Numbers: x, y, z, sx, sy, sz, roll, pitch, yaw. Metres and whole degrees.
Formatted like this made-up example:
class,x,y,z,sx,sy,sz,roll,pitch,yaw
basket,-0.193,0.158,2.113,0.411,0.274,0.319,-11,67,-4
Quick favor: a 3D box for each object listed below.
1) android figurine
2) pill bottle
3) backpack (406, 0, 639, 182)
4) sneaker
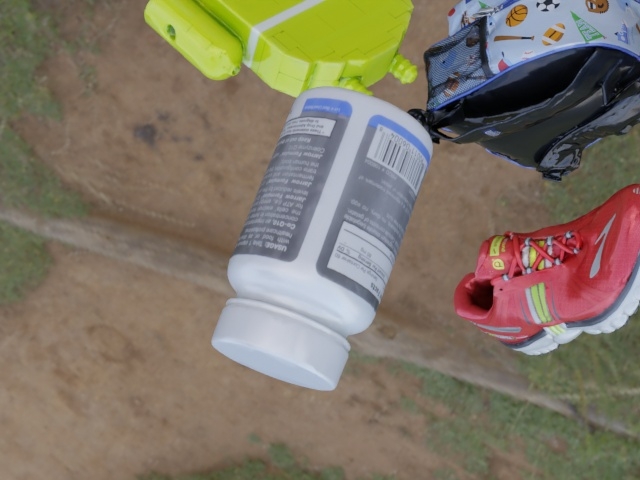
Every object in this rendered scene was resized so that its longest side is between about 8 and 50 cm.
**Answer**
class,x,y,z,sx,sy,sz,roll,pitch,yaw
android figurine,-0.031,-0.221,0.934,0.273,0.248,0.056,42,142,14
pill bottle,0.000,0.000,0.519,0.078,0.137,0.078,20,164,6
backpack,0.287,-0.213,1.271,0.276,0.213,0.263,12,161,-38
sneaker,0.200,0.028,0.918,0.118,0.107,0.279,22,150,-9
